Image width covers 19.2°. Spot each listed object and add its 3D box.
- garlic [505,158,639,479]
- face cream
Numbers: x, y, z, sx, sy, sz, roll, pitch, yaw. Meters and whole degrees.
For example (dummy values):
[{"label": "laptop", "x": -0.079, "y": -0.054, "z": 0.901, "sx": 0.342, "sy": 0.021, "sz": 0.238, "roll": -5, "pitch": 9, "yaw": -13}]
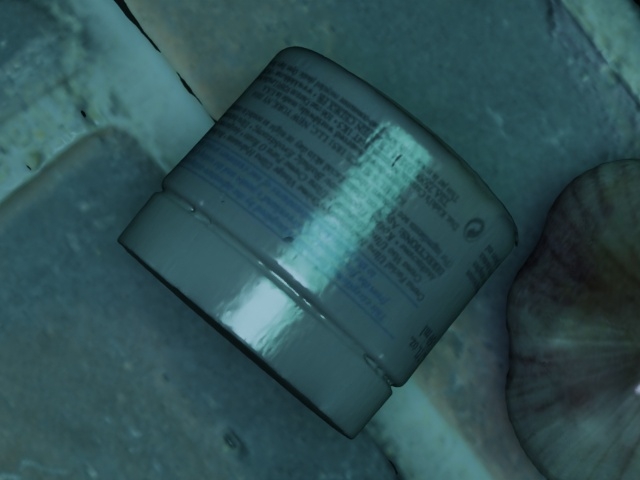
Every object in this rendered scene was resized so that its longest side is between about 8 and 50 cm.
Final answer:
[{"label": "garlic", "x": 0.209, "y": 0.066, "z": 1.036, "sx": 0.245, "sy": 0.253, "sz": 0.245, "roll": 1, "pitch": 93, "yaw": 16}, {"label": "face cream", "x": 0.000, "y": 0.000, "z": 1.062, "sx": 0.177, "sy": 0.177, "sz": 0.153, "roll": 42, "pitch": 84, "yaw": -3}]
